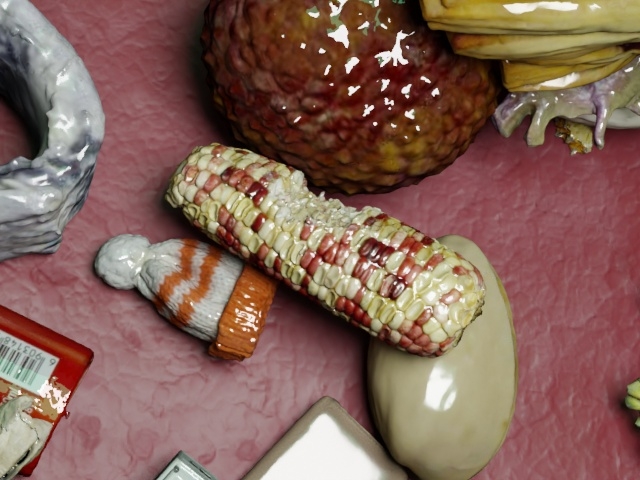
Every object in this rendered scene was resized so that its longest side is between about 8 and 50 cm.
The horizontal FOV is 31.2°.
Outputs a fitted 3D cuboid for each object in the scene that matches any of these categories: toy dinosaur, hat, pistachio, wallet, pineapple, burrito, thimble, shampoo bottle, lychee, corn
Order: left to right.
[{"bbox_3d":[-0.346,0.075,0.930,0.314,0.076,0.118,27,83,-6],"label":"shampoo bottle"},{"bbox_3d":[-0.303,-0.095,0.950,0.245,0.157,0.217,34,69,-4],"label":"thimble"},{"bbox_3d":[-0.281,0.191,0.892,0.188,0.045,0.058,-41,115,9],"label":"burrito"},{"bbox_3d":[-0.119,0.036,1.001,0.162,0.093,0.112,25,42,0],"label":"hat"},{"bbox_3d":[-0.007,0.226,1.001,0.152,0.039,0.118,-42,86,-18],"label":"wallet"},{"bbox_3d":[0.000,0.000,0.950,0.290,0.098,0.098,30,68,11],"label":"corn"},{"bbox_3d":[0.026,-0.161,1.006,0.260,0.260,0.260,4,73,-14],"label":"lychee"},{"bbox_3d":[0.108,0.105,1.019,0.136,0.136,0.226,11,73,-12],"label":"pistachio"},{"bbox_3d":[0.262,-0.130,1.192,0.045,0.019,0.083,11,71,-18],"label":"pineapple"},{"bbox_3d":[0.262,-0.190,1.005,0.200,0.072,0.251,20,102,16],"label":"toy dinosaur"}]

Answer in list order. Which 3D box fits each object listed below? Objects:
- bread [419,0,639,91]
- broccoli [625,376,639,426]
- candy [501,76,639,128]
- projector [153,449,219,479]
[{"bbox_3d":[0.239,-0.270,0.905,0.370,0.191,0.314,-5,66,0],"label":"bread"},{"bbox_3d":[0.461,0.149,1.064,0.324,0.272,0.334,1,77,26],"label":"broccoli"},{"bbox_3d":[0.345,-0.294,1.141,0.427,0.186,0.386,-1,68,-1],"label":"candy"},{"bbox_3d":[-0.098,0.263,0.936,0.147,0.061,0.115,42,88,1],"label":"projector"}]
